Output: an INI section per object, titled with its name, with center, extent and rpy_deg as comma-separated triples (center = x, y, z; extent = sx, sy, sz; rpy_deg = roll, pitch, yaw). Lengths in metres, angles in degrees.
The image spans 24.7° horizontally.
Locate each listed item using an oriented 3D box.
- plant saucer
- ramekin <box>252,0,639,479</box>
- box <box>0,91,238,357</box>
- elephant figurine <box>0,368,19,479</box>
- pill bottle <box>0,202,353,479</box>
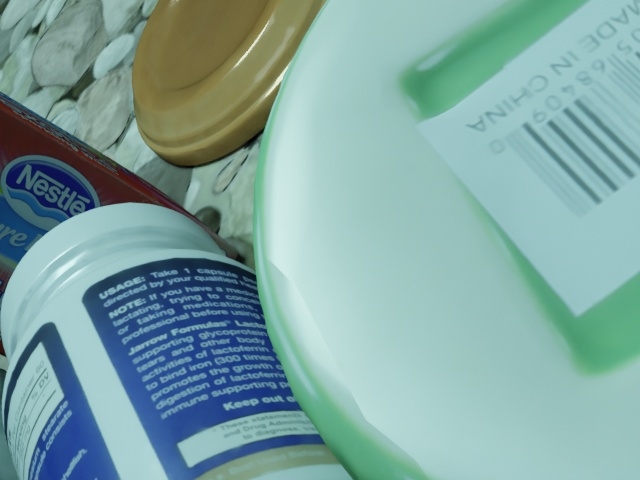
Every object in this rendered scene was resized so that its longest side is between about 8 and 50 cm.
[plant saucer]
center = -0.061, -0.144, 0.970
extent = 0.200, 0.037, 0.200
rpy_deg = -31, 42, 33
[ramekin]
center = 0.126, -0.006, 0.452
extent = 0.303, 0.148, 0.303
rpy_deg = -14, 54, 21
[box]
center = -0.193, -0.019, 0.833
extent = 0.123, 0.257, 0.128
rpy_deg = -57, 34, 1
[elephant figurine]
center = -0.232, 0.172, 0.832
extent = 0.169, 0.186, 0.239
rpy_deg = -41, -13, -44
[pill bottle]
center = -0.059, 0.096, 0.663
extent = 0.153, 0.153, 0.265
rpy_deg = -50, 36, 9
